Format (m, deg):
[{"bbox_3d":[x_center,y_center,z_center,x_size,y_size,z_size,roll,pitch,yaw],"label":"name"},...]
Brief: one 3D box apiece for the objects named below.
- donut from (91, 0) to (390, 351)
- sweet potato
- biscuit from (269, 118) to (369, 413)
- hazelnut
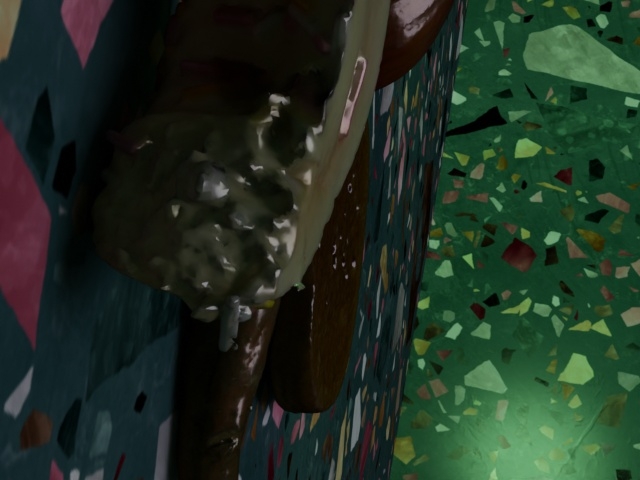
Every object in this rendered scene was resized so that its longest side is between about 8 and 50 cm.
[{"bbox_3d":[-0.051,-0.156,0.748,0.307,0.150,0.371,-62,159,-48],"label":"donut"},{"bbox_3d":[-0.084,0.128,1.034,0.075,0.075,0.273,-17,116,-80],"label":"sweet potato"},{"bbox_3d":[-0.009,-0.001,1.387,0.350,0.070,0.394,43,53,-76],"label":"biscuit"},{"bbox_3d":[0.042,-0.235,1.154,0.210,0.210,0.186,84,12,-53],"label":"hazelnut"}]
